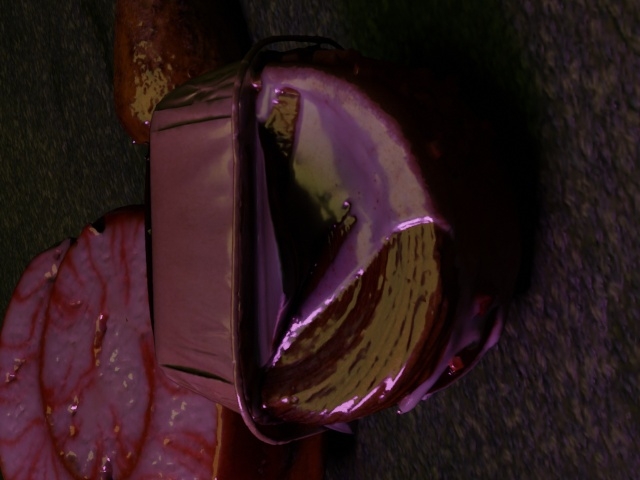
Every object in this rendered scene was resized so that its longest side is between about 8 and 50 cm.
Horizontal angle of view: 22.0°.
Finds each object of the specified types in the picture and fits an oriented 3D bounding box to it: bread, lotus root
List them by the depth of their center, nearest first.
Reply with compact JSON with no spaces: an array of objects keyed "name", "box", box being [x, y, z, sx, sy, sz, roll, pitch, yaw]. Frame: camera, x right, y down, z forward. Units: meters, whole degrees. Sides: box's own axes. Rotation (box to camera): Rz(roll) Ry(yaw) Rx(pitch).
[{"name":"bread","box":[0.000,0.000,0.898,0.212,0.142,0.224,3,96,39]},{"name":"lotus root","box":[-0.110,-0.155,1.205,0.108,0.094,0.191,-11,89,35]},{"name":"bread","box":[-0.125,0.123,1.262,0.327,0.114,0.295,-16,75,47]}]
